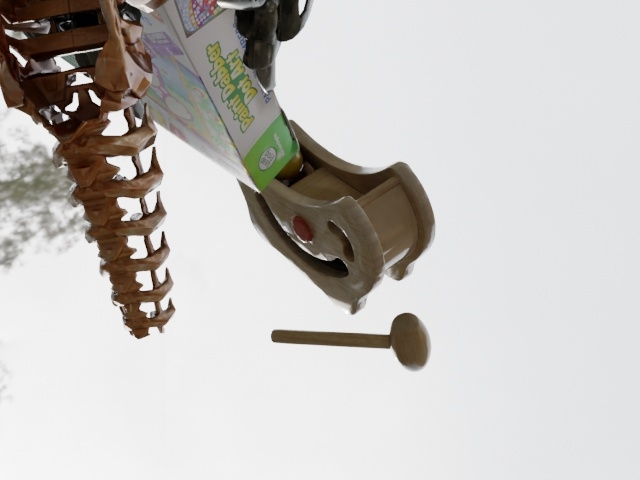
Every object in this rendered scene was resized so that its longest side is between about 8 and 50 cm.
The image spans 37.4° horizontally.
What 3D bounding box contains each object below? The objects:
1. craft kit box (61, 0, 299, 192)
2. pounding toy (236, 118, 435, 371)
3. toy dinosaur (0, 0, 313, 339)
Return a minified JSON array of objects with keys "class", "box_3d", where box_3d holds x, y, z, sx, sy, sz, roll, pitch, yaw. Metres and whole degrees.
[{"class":"craft kit box","box_3d":[-0.144,-0.169,0.665,0.250,0.246,0.061,34,-108,26]},{"class":"pounding toy","box_3d":[0.000,0.000,0.873,0.269,0.155,0.154,41,-28,31]},{"class":"toy dinosaur","box_3d":[-0.099,-0.133,0.390,0.164,0.218,0.321,15,-86,11]}]
